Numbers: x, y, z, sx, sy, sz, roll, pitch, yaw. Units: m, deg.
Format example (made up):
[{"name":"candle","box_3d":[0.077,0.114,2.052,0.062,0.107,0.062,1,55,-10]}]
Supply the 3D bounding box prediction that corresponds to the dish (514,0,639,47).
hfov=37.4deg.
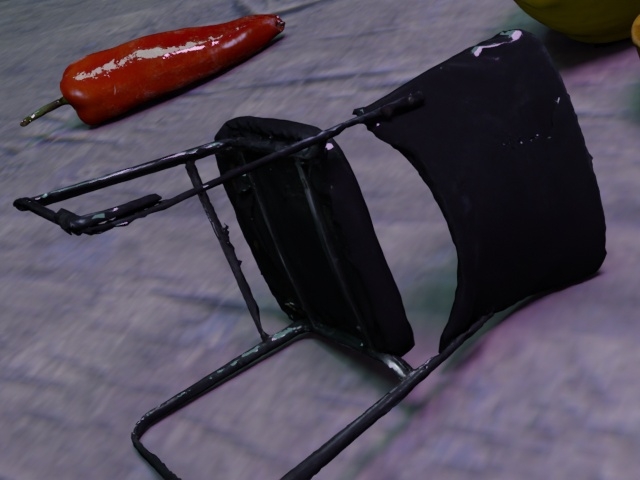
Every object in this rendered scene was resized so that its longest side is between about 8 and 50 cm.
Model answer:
[{"name":"dish","box_3d":[0.202,-0.192,0.644,0.149,0.080,0.208,14,51,44]}]

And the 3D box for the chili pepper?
[{"name":"chili pepper","box_3d":[-0.163,-0.162,0.896,0.272,0.063,0.071,-19,42,5]}]

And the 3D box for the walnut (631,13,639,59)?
[{"name":"walnut","box_3d":[0.223,-0.097,0.507,0.091,0.052,0.121,-28,32,-9]}]

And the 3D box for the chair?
[{"name":"chair","box_3d":[0.000,0.000,0.437,0.221,0.140,0.145,-29,18,-21]}]
